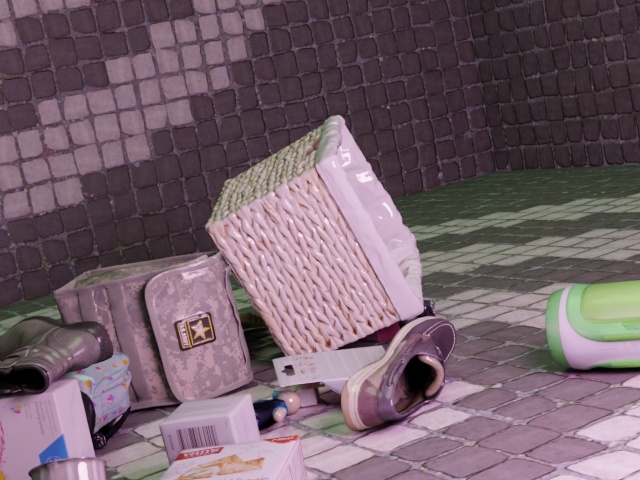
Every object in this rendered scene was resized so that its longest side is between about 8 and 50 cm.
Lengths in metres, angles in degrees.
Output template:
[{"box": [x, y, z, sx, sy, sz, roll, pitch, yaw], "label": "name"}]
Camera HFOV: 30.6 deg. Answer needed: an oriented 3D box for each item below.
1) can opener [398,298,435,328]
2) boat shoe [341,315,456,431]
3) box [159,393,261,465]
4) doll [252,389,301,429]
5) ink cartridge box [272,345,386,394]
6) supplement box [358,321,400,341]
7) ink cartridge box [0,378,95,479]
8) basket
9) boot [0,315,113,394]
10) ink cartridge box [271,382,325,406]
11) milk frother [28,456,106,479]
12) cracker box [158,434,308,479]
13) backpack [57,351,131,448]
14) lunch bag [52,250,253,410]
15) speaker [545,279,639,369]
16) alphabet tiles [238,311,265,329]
[{"box": [0.168, 0.127, 2.176, 0.073, 0.059, 0.186, -13, 8, -8], "label": "can opener"}, {"box": [0.134, 0.190, 1.668, 0.092, 0.102, 0.285, 0, 17, 34], "label": "boat shoe"}, {"box": [-0.138, 0.263, 1.515, 0.101, 0.101, 0.087, -10, 10, 17], "label": "box"}, {"box": [-0.100, 0.257, 1.701, 0.189, 0.046, 0.129, -11, -4, -44], "label": "doll"}, {"box": [0.023, 0.208, 1.788, 0.179, 0.045, 0.145, -8, 12, -6], "label": "ink cartridge box"}, {"box": [0.097, 0.156, 2.133, 0.055, 0.043, 0.083, -17, 9, -33], "label": "supplement box"}, {"box": [-0.456, 0.285, 1.699, 0.231, 0.134, 0.078, -10, 7, 16], "label": "ink cartridge box"}, {"box": [0.000, 0.000, 2.106, 0.266, 0.331, 0.328, -29, 15, 12], "label": "basket"}, {"box": [-0.437, 0.173, 1.715, 0.247, 0.083, 0.161, -8, 12, 39], "label": "boot"}, {"box": [-0.029, 0.237, 1.797, 0.083, 0.028, 0.048, -11, 8, 7], "label": "ink cartridge box"}, {"box": [-0.286, 0.315, 1.238, 0.143, 0.134, 0.129, -10, -23, -5], "label": "milk frother"}, {"box": [-0.112, 0.299, 1.347, 0.156, 0.067, 0.232, -10, 8, 10], "label": "cracker box"}, {"box": [-0.367, 0.242, 1.831, 0.152, 0.115, 0.182, 16, 18, 20], "label": "backpack"}, {"box": [-0.269, 0.154, 1.977, 0.287, 0.235, 0.169, -11, 11, 14], "label": "lunch bag"}, {"box": [0.470, 0.112, 1.616, 0.297, 0.131, 0.131, -7, 9, 30], "label": "speaker"}, {"box": [-0.183, 0.163, 2.301, 0.278, 0.021, 0.284, -6, -7, 7], "label": "alphabet tiles"}]
